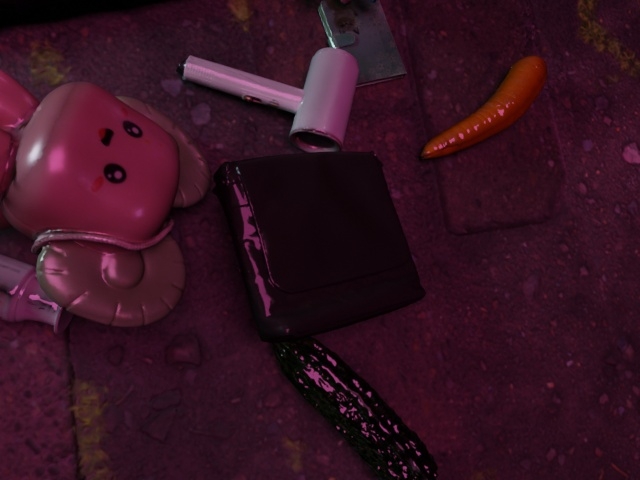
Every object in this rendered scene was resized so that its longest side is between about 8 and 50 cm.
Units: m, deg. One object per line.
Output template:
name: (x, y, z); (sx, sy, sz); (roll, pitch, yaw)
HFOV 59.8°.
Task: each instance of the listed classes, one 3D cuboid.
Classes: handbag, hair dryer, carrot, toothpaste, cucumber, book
handbag: (0.000, 0.000, 0.695); (0.247, 0.080, 0.222); (-11, 77, -36)
hair dryer: (-0.073, -0.208, 0.746); (0.237, 0.073, 0.131); (14, 76, -3)
carrot: (0.260, -0.191, 0.839); (0.271, 0.062, 0.066); (-45, 126, -16)
toothpaste: (-0.426, 0.021, 0.591); (0.323, 0.066, 0.100); (20, 81, -7)
cucumber: (0.040, 0.206, 0.681); (0.077, 0.077, 0.265); (-43, 93, -19)
book: (0.059, -0.295, 0.819); (0.103, 0.017, 0.135); (-17, 84, -19)

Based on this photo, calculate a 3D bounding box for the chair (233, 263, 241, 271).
chair: (-0.067, 0.046, 0.703); (0.086, 0.037, 0.042); (44, 82, 0)

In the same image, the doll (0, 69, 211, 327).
doll: (-0.258, -0.056, 0.607); (0.268, 0.216, 0.284); (31, 50, -31)

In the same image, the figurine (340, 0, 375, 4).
figurine: (-0.021, -0.414, 0.744); (0.260, 0.205, 0.102); (37, 96, -3)

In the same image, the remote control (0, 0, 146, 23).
remote control: (-0.352, -0.345, 0.685); (0.399, 0.062, 0.144); (-20, 85, -19)
